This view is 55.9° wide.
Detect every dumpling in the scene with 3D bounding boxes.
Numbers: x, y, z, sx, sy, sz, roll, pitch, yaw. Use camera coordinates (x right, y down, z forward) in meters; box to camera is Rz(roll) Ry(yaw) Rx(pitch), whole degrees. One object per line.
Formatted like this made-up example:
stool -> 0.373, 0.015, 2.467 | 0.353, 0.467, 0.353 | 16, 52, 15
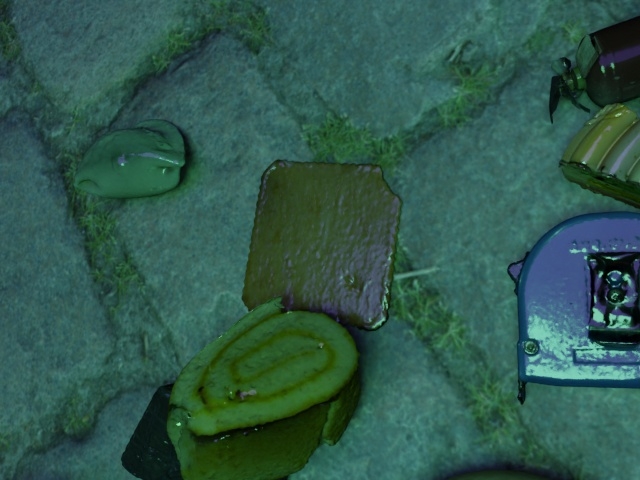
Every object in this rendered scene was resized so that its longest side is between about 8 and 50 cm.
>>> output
dumpling -> -0.300, -0.143, 0.973 | 0.216, 0.105, 0.149 | -1, 79, 22

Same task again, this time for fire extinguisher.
fire extinguisher -> 0.396, -0.219, 0.707 | 0.268, 0.104, 0.105 | -16, 74, 18

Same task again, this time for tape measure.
tape measure -> 0.389, 0.076, 0.659 | 0.350, 0.098, 0.216 | -3, 80, 19

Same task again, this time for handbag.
handbag -> -0.161, 0.310, 0.850 | 0.270, 0.088, 0.175 | 24, 98, 24

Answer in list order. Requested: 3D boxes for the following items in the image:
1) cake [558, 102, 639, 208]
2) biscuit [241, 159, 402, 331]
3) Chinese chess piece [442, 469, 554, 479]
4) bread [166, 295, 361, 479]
cake -> 0.393, -0.073, 0.675 | 0.225, 0.109, 0.090 | 29, 91, 25
biscuit -> 0.000, 0.000, 0.874 | 0.231, 0.013, 0.237 | 5, 83, 23
Chinese chess piece -> 0.206, 0.421, 0.640 | 0.337, 0.140, 0.339 | -4, 79, 22
bread -> -0.073, 0.193, 0.758 | 0.257, 0.124, 0.186 | -28, 44, -20
